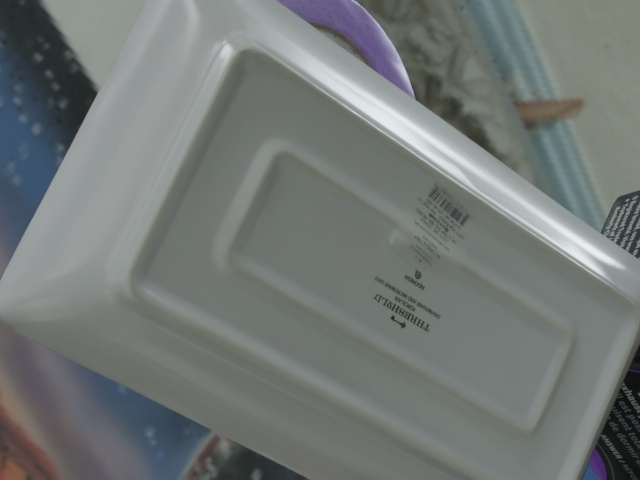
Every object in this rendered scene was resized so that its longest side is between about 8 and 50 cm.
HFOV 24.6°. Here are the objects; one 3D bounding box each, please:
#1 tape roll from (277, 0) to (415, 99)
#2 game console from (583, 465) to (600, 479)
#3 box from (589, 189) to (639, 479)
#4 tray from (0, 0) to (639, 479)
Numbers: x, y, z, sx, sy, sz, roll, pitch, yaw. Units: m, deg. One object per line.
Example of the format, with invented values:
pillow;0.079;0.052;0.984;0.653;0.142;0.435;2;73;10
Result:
tape roll;-0.027;-0.102;1.373;0.090;0.275;0.275;-12;-56;44
game console;0.200;0.175;0.838;0.361;0.213;0.044;33;-3;-6
box;0.260;0.049;0.652;0.270;0.143;0.165;-16;-60;43
tray;0.027;0.021;0.543;0.270;0.145;0.030;31;-13;-31
